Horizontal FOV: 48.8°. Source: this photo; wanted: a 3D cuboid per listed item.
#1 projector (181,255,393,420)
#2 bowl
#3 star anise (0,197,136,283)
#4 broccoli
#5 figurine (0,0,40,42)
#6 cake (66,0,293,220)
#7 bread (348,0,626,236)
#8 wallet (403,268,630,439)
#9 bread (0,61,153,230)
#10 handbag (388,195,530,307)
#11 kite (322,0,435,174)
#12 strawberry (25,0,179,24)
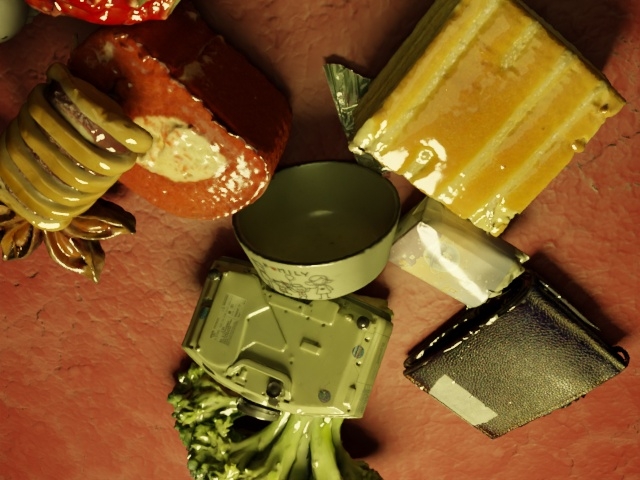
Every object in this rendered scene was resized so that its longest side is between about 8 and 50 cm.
[{"bbox_3d":[-0.056,0.143,0.958,0.270,0.088,0.193,17,84,22],"label":"projector"},{"bbox_3d":[0.000,0.000,0.906,0.212,0.211,0.112,-3,129,6],"label":"bowl"},{"bbox_3d":[-0.371,-0.036,0.974,0.214,0.099,0.220,-29,118,34],"label":"star anise"},{"bbox_3d":[0.005,0.297,1.076,0.397,0.275,0.353,-35,117,5],"label":"broccoli"},{"bbox_3d":[-0.435,-0.273,0.833,0.271,0.143,0.143,-38,111,1],"label":"figurine"},{"bbox_3d":[-0.176,-0.155,0.862,0.283,0.150,0.177,41,128,-18],"label":"cake"},{"bbox_3d":[0.191,-0.154,0.842,0.239,0.111,0.246,34,113,-16],"label":"bread"},{"bbox_3d":[0.288,0.181,1.062,0.221,0.071,0.262,36,119,-20],"label":"wallet"},{"bbox_3d":[-0.294,-0.098,0.797,0.134,0.081,0.225,46,131,-12],"label":"bread"},{"bbox_3d":[0.180,0.022,0.952,0.173,0.095,0.117,28,147,-12],"label":"handbag"},{"bbox_3d":[0.110,-0.183,0.897,0.229,0.012,0.250,18,118,-10],"label":"kite"},{"bbox_3d":[-0.260,-0.312,0.712,0.280,0.253,0.150,22,115,-5],"label":"strawberry"}]
